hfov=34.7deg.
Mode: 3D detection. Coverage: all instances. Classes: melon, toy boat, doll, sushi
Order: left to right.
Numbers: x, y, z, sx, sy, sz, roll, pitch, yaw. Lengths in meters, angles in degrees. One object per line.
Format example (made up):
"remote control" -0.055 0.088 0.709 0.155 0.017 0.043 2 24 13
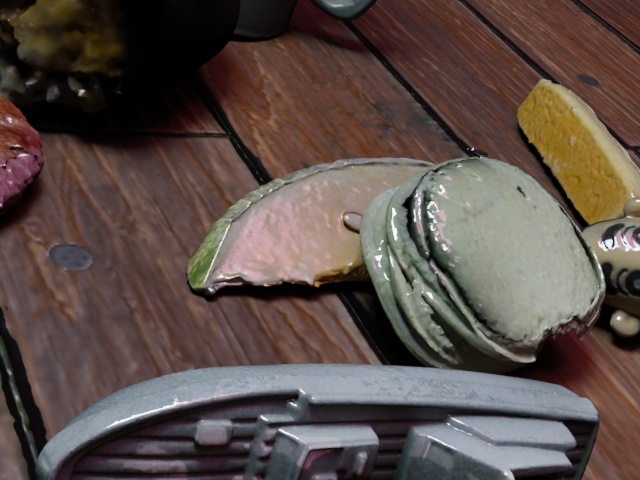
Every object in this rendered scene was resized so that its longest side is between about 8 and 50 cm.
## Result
"sushi" -0.151 -0.198 0.664 0.213 0.200 0.204 16 29 -7
"melon" 0.000 -0.006 0.619 0.182 0.054 0.098 1 53 -28
"toy boat" 0.011 0.094 0.435 0.260 0.078 0.085 5 21 -27
"doll" 0.233 0.025 0.664 0.179 0.102 0.089 9 -9 -12

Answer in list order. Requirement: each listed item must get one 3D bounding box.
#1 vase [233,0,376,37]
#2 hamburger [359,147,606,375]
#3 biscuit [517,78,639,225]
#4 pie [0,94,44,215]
"vase" -0.030 -0.308 0.819 0.251 0.301 0.156 27 32 -8
"hamburger" 0.092 0.013 0.588 0.140 0.062 0.133 -2 61 -37
"biscuit" 0.214 -0.064 0.808 0.056 0.052 0.188 23 29 -28
"pie" -0.229 -0.054 0.556 0.154 0.036 0.154 16 32 -10
